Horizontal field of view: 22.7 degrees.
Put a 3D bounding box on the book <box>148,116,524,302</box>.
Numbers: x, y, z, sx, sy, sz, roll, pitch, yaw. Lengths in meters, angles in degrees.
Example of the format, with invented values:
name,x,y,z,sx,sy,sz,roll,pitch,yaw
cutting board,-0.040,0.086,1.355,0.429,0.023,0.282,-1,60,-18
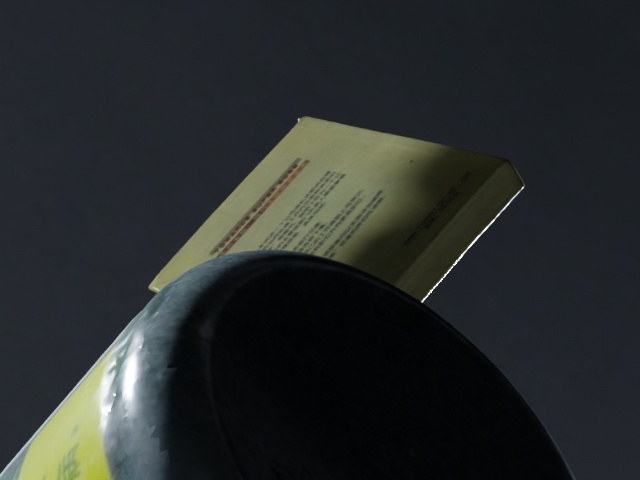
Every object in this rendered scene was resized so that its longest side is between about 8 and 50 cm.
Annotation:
name,x,y,z,sx,sy,sz,roll,pitch,yaw
book,0.000,0.000,0.949,0.026,0.161,0.231,49,-15,-28

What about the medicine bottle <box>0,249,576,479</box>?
name,x,y,z,sx,sy,sz,roll,pitch,yaw
medicine bottle,-0.063,0.142,0.451,0.141,0.293,0.141,28,34,-21
